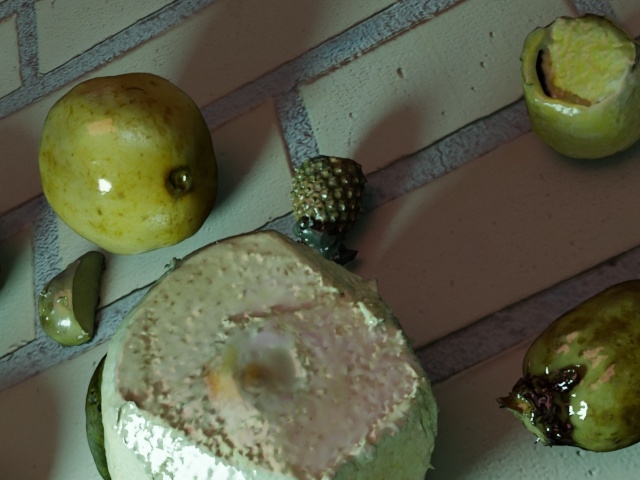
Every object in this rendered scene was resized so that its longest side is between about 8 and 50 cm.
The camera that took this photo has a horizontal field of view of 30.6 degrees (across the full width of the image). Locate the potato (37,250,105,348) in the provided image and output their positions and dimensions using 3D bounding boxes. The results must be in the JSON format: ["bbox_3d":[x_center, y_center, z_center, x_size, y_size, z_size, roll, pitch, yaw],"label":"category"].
[{"bbox_3d":[-0.415,0.082,1.882,0.101,0.089,0.172,-16,51,25],"label":"potato"}]

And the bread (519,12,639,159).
[{"bbox_3d":[0.362,-0.212,1.568,0.197,0.170,0.197,-9,64,19],"label":"bread"}]

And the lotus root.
[{"bbox_3d":[0.348,0.138,1.329,0.314,0.141,0.169,-33,48,-7],"label":"lotus root"}]

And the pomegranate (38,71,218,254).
[{"bbox_3d":[-0.295,-0.116,1.830,0.307,0.307,0.307,-17,50,21],"label":"pomegranate"}]

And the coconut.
[{"bbox_3d":[-0.065,0.219,1.393,0.405,0.404,0.404,-17,50,21],"label":"coconut"}]

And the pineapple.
[{"bbox_3d":[0.000,0.000,1.687,0.125,0.125,0.251,-7,64,28],"label":"pineapple"}]

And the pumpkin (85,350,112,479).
[{"bbox_3d":[-0.269,0.179,1.659,0.148,0.169,0.312,20,69,38],"label":"pumpkin"}]
